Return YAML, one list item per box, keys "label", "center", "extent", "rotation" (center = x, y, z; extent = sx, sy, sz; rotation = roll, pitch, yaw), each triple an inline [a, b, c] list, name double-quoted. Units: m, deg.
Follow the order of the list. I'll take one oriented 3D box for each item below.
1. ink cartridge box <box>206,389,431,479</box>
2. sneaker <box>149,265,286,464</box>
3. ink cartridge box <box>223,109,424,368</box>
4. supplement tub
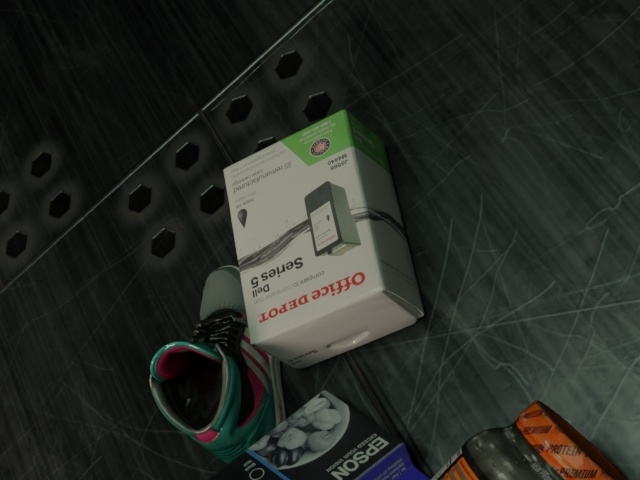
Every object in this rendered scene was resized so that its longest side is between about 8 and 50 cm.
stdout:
- label: "ink cartridge box"
  center: [-0.002, 0.287, 1.433]
  extent: [0.206, 0.045, 0.208]
  rotation: [-35, 40, -26]
- label: "sneaker"
  center: [-0.142, 0.143, 1.575]
  extent: [0.124, 0.178, 0.295]
  rotation: [-26, 57, 21]
- label: "ink cartridge box"
  center: [0.000, 0.000, 1.588]
  extent: [0.198, 0.115, 0.272]
  rotation: [-25, 58, 22]
- label: "supplement tub"
  center: [0.168, 0.342, 1.268]
  extent: [0.338, 0.207, 0.207]
  rotation: [-47, 52, 6]
